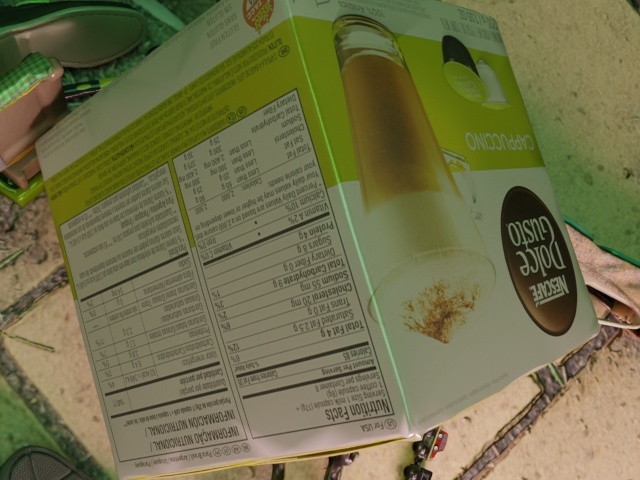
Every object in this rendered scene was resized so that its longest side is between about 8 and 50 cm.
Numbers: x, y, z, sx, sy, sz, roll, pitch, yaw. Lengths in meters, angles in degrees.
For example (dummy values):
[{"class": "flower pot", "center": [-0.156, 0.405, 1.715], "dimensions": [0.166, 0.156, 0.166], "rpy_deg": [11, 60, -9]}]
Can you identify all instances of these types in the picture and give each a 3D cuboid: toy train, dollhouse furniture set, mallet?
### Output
[{"class": "toy train", "center": [0.135, 0.241, 0.932], "dimensions": [0.036, 0.027, 0.158], "rpy_deg": [26, 74, -12]}, {"class": "dollhouse furniture set", "center": [-0.360, -0.108, 0.729], "dimensions": [0.197, 0.301, 0.151], "rpy_deg": [-44, 93, -17]}, {"class": "mallet", "center": [-0.251, -0.176, 0.915], "dimensions": [0.189, 0.039, 0.062], "rpy_deg": [-22, 87, -13]}]

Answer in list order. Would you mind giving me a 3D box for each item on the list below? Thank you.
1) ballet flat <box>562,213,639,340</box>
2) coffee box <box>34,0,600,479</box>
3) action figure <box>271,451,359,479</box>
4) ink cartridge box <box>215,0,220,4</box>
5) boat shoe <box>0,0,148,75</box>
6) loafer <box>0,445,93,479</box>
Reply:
[{"class": "ballet flat", "center": [0.322, 0.037, 0.986], "dimensions": [0.316, 0.107, 0.106], "rpy_deg": [29, 87, -7]}, {"class": "coffee box", "center": [0.000, 0.000, 0.718], "dimensions": [0.337, 0.338, 0.335], "rpy_deg": [-9, 80, -50]}, {"class": "action figure", "center": [-0.012, 0.341, 0.818], "dimensions": [0.164, 0.141, 0.276], "rpy_deg": [8, 61, -15]}, {"class": "ink cartridge box", "center": [-0.063, -0.339, 0.850], "dimensions": [0.072, 0.307, 0.304], "rpy_deg": [15, 76, -11]}, {"class": "boat shoe", "center": [-0.316, -0.240, 0.884], "dimensions": [0.227, 0.081, 0.069], "rpy_deg": [-17, 55, -19]}, {"class": "loafer", "center": [-0.232, 0.322, 0.805], "dimensions": [0.267, 0.084, 0.096], "rpy_deg": [47, 41, -6]}]
